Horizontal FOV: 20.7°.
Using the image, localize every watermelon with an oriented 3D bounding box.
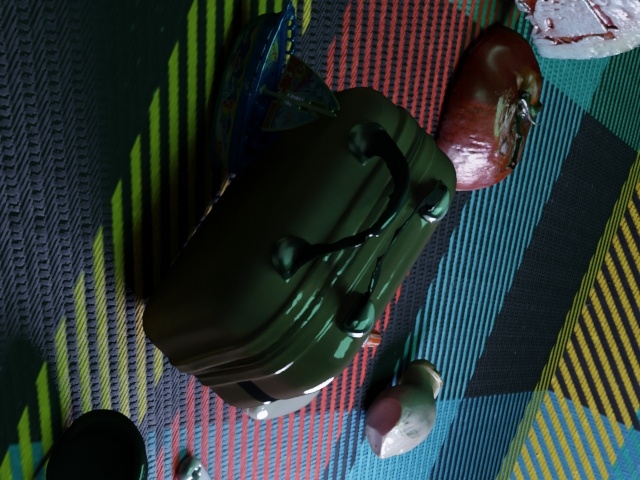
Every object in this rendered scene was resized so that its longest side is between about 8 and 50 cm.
[{"bbox_3d":[0.330,-0.374,2.200,0.201,0.213,0.262,11,84,-41],"label":"watermelon"}]

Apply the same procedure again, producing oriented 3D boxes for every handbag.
[{"bbox_3d":[0.000,0.000,1.582,0.302,0.149,0.283,-55,-163,-25],"label":"handbag"}]

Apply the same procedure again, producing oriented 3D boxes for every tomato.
[{"bbox_3d":[0.233,-0.166,2.294,0.228,0.101,0.228,-51,154,-38],"label":"tomato"}]

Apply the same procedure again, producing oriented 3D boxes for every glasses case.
[{"bbox_3d":[-0.037,0.158,2.012,0.081,0.051,0.204,-68,162,10],"label":"glasses case"}]

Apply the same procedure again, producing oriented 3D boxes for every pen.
[{"bbox_3d":[0.034,0.117,2.201,0.028,0.028,0.239,-66,162,1],"label":"pen"}]

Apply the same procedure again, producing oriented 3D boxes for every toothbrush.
[{"bbox_3d":[-0.114,0.335,2.059,0.042,0.040,0.418,-58,156,-19],"label":"toothbrush"}]

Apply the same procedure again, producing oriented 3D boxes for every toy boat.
[{"bbox_3d":[-0.032,-0.133,1.565,0.091,0.110,0.175,-46,153,-55],"label":"toy boat"}]

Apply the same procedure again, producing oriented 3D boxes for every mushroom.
[{"bbox_3d":[0.120,0.243,2.512,0.212,0.088,0.097,-45,121,-60],"label":"mushroom"}]

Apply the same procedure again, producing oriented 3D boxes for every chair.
[{"bbox_3d":[-0.200,0.245,1.611,0.095,0.104,0.221,-38,154,-23],"label":"chair"}]
